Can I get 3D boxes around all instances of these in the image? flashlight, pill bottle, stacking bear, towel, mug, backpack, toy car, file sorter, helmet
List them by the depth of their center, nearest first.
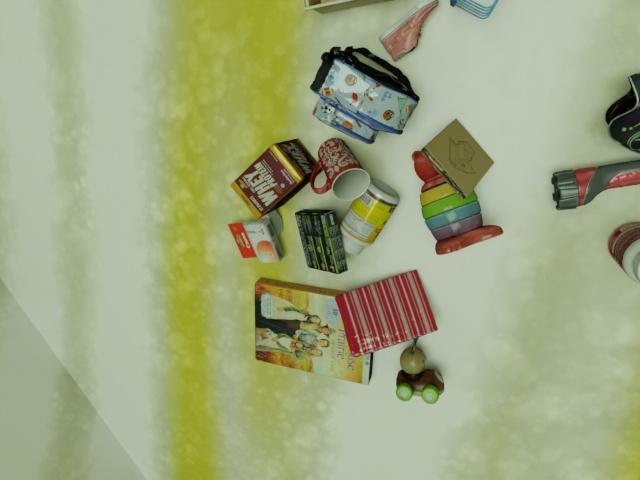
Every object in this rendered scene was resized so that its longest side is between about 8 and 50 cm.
[{"bbox_3d":[0.747,-0.296,1.023,0.169,0.169,0.162,35,130,7],"label":"helmet"},{"bbox_3d":[0.379,-0.602,1.054,0.104,0.170,0.118,30,114,6],"label":"file sorter"},{"bbox_3d":[0.782,0.037,1.078,0.121,0.221,0.121,6,108,18],"label":"pill bottle"},{"bbox_3d":[0.742,-0.143,1.106,0.303,0.103,0.103,-6,130,20],"label":"flashlight"},{"bbox_3d":[0.117,-0.371,1.178,0.263,0.276,0.213,23,117,4],"label":"backpack"},{"bbox_3d":[0.343,-0.122,1.224,0.175,0.164,0.289,-19,87,-9],"label":"stacking bear"},{"bbox_3d":[0.042,-0.207,1.274,0.150,0.169,0.113,-4,136,-20],"label":"mug"},{"bbox_3d":[0.134,-0.065,1.333,0.117,0.117,0.215,34,114,7],"label":"pill bottle"},{"bbox_3d":[0.196,0.224,1.379,0.274,0.031,0.199,-19,77,6],"label":"towel"},{"bbox_3d":[0.307,0.384,1.402,0.148,0.155,0.189,-2,93,20],"label":"toy car"}]

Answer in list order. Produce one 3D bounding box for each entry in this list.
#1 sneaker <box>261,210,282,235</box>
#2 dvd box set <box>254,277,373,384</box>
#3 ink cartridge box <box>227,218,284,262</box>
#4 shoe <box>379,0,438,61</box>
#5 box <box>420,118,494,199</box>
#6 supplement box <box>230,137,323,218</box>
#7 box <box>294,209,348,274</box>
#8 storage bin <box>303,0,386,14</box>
[{"bbox_3d":[-0.173,-0.080,1.479,0.070,0.051,0.134,15,136,48],"label":"sneaker"},{"bbox_3d":[-0.024,0.307,1.533,0.420,0.062,0.308,8,109,17],"label":"dvd box set"},{"bbox_3d":[-0.223,0.006,1.492,0.179,0.045,0.146,-6,118,28],"label":"ink cartridge box"},{"bbox_3d":[0.245,-0.552,1.178,0.178,0.063,0.081,-30,96,30],"label":"shoe"},{"bbox_3d":[0.360,-0.216,1.168,0.164,0.201,0.021,49,141,-1],"label":"box"},{"bbox_3d":[-0.126,-0.189,1.344,0.191,0.194,0.129,-38,92,25],"label":"supplement box"},{"bbox_3d":[0.000,0.000,1.387,0.184,0.045,0.191,4,111,56],"label":"box"},{"bbox_3d":[0.086,-0.739,1.141,0.262,0.123,0.261,-1,106,20],"label":"storage bin"}]
